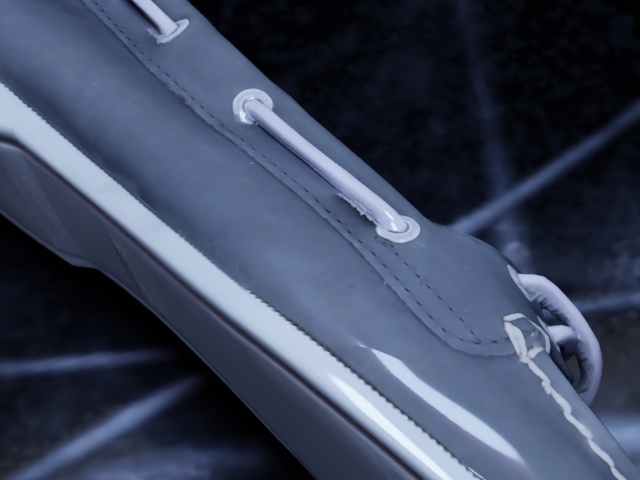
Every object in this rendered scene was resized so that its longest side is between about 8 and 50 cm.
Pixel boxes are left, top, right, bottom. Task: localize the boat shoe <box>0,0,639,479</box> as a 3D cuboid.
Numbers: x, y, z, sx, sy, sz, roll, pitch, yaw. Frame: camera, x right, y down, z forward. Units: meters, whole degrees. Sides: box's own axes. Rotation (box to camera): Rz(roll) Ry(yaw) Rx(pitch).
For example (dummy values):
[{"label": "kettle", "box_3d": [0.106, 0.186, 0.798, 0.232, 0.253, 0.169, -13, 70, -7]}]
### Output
[{"label": "boat shoe", "box_3d": [0.000, 0.000, 0.521, 0.095, 0.112, 0.335, -43, 60, -15]}]
